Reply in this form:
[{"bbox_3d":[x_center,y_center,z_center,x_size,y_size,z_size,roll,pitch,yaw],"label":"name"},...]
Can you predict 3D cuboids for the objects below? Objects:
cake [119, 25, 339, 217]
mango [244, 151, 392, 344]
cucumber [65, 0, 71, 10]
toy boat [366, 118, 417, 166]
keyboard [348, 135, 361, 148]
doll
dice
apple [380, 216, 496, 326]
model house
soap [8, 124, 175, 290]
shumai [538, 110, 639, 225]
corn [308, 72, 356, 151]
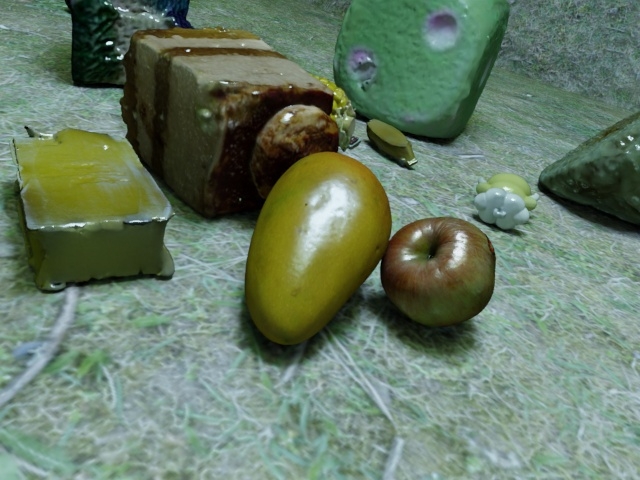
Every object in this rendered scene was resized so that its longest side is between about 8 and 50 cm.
[{"bbox_3d":[-0.117,-0.147,0.723,0.199,0.196,0.293,-14,44,-39],"label":"cake"},{"bbox_3d":[0.000,0.000,0.561,0.139,0.113,0.253,14,48,6],"label":"mango"},{"bbox_3d":[-0.629,-0.632,1.476,0.245,0.067,0.067,27,31,25],"label":"cucumber"},{"bbox_3d":[0.138,-0.190,1.057,0.047,0.049,0.149,-31,47,-13],"label":"toy boat"},{"bbox_3d":[0.000,-0.224,1.083,0.166,0.017,0.055,24,30,16],"label":"keyboard"},{"bbox_3d":[0.310,-0.070,0.909,0.106,0.062,0.162,19,28,17],"label":"doll"},{"bbox_3d":[0.231,-0.441,1.267,0.330,0.318,0.322,24,29,14],"label":"dice"},{"bbox_3d":[0.126,0.035,0.583,0.126,0.102,0.126,-17,46,18],"label":"apple"},{"bbox_3d":[-0.331,-0.459,1.054,0.284,0.298,0.243,2,31,-22],"label":"model house"},{"bbox_3d":[-0.254,-0.046,0.589,0.135,0.076,0.233,-6,36,-31],"label":"soap"},{"bbox_3d":[0.618,-0.098,1.027,0.263,0.304,0.309,55,34,1],"label":"shumai"},{"bbox_3d":[-0.124,-0.255,0.954,0.388,0.143,0.144,20,29,6],"label":"corn"}]
